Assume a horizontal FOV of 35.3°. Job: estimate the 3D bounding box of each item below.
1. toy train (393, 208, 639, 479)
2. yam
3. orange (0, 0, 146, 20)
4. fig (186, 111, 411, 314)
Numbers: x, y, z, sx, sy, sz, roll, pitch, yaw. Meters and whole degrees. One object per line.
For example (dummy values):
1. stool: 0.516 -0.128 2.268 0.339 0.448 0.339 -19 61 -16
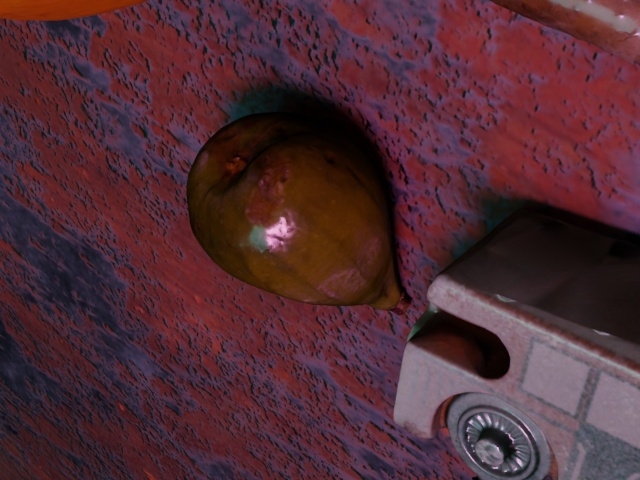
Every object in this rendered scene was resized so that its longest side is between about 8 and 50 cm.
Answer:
1. toy train: 0.201 0.101 0.576 0.326 0.129 0.159 26 130 27
2. yam: 0.071 -0.165 0.543 0.264 0.046 0.046 31 138 19
3. orange: -0.146 -0.258 0.462 0.312 0.312 0.312 25 135 27
4. fig: 0.002 -0.018 0.702 0.133 0.185 0.126 5 85 47
